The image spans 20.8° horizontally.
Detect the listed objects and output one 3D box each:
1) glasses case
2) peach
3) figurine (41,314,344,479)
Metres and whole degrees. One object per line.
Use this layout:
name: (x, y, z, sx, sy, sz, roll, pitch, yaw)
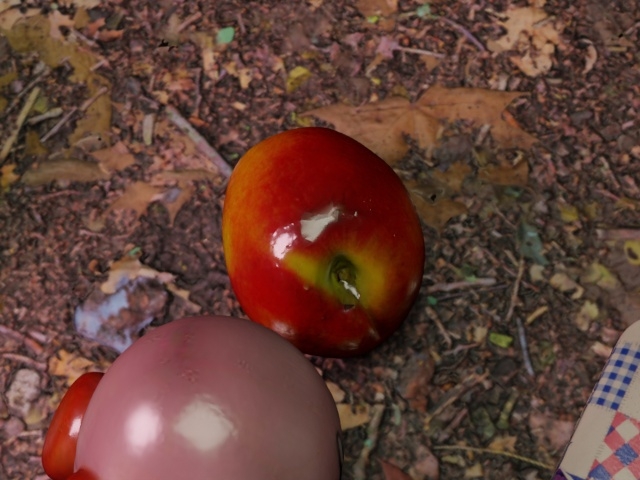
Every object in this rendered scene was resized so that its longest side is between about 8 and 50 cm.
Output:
glasses case: (0.265, 0.211, 1.504, 0.125, 0.076, 0.327, 24, 66, 14)
peach: (0.000, 0.000, 1.586, 0.196, 0.226, 0.190, 28, 101, -21)
figurine: (-0.105, 0.169, 1.423, 0.261, 0.211, 0.270, 1, 32, -4)
